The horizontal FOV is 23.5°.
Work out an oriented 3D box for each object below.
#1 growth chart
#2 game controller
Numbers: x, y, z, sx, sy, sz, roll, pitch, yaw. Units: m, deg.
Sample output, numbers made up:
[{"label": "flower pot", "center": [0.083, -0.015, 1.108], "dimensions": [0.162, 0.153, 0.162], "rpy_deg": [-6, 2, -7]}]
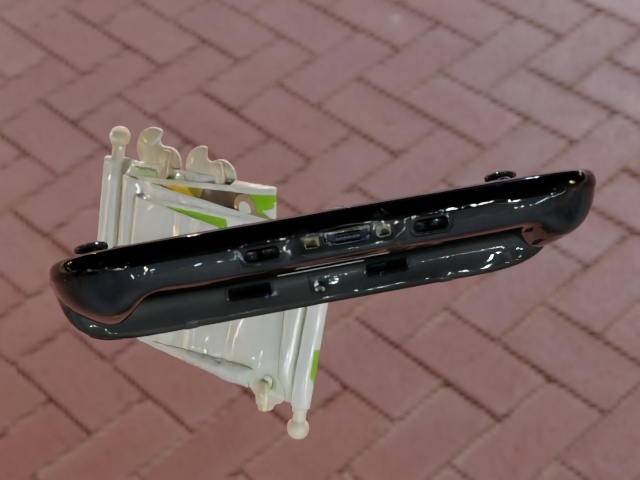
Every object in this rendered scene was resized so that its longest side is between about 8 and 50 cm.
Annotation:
[{"label": "growth chart", "center": [-0.083, 0.020, 1.120], "dimensions": [0.237, 0.172, 0.021], "rpy_deg": [26, 20, 32]}, {"label": "game controller", "center": [0.000, 0.000, 0.912], "dimensions": [0.319, 0.166, 0.067], "rpy_deg": [-11, 79, -11]}]
